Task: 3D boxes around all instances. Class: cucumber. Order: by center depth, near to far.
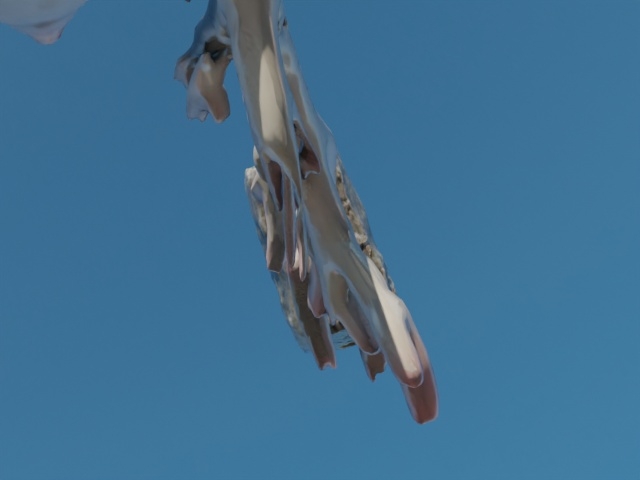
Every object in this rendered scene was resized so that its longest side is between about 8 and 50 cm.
[{"bbox_3d":[0.001,0.002,0.686,0.064,0.064,0.112,-17,-99,-8],"label":"cucumber"}]

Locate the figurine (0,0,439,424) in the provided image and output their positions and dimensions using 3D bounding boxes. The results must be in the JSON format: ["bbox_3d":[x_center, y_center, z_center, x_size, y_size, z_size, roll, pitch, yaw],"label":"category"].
[{"bbox_3d":[-0.078,-0.088,0.448,0.206,0.315,0.284,-6,-57,6],"label":"figurine"}]
